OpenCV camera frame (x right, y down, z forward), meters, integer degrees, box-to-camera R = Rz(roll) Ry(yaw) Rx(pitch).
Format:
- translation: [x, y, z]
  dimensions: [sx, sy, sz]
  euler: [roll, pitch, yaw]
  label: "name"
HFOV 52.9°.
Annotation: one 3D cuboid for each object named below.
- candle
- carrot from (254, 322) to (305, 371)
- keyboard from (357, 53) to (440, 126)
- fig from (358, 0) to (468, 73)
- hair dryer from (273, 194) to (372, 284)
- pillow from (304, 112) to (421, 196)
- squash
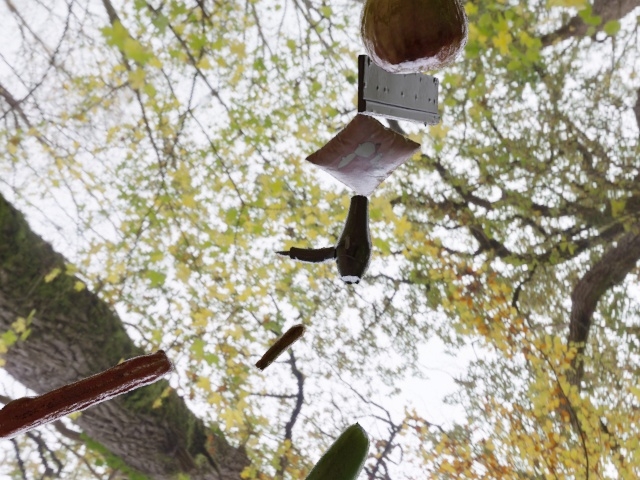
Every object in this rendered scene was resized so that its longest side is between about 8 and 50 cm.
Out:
- translation: [-0.381, 0.236, 0.952]
  dimensions: [0.329, 0.051, 0.048]
  euler: [-21, -157, -13]
  label: "candle"
- translation: [-0.104, 0.275, 1.649]
  dimensions: [0.042, 0.042, 0.170]
  euler: [25, -127, 35]
  label: "carrot"
- translation: [0.145, -0.255, 1.135]
  dimensions: [0.018, 0.309, 0.101]
  euler: [3, -83, 33]
  label: "keyboard"
- translation: [0.110, -0.337, 0.895]
  dimensions: [0.143, 0.231, 0.160]
  euler: [-24, -171, 37]
  label: "fig"
- translation: [0.000, 0.000, 1.590]
  dimensions: [0.271, 0.091, 0.236]
  euler: [-5, -121, 21]
  label: "hair dryer"
- translation: [0.113, -0.229, 1.709]
  dimensions: [0.236, 0.223, 0.084]
  euler: [-39, -143, 31]
  label: "pillow"
- translation: [-0.002, 0.466, 1.180]
  dimensions: [0.082, 0.082, 0.292]
  euler: [35, -94, 37]
  label: "squash"
